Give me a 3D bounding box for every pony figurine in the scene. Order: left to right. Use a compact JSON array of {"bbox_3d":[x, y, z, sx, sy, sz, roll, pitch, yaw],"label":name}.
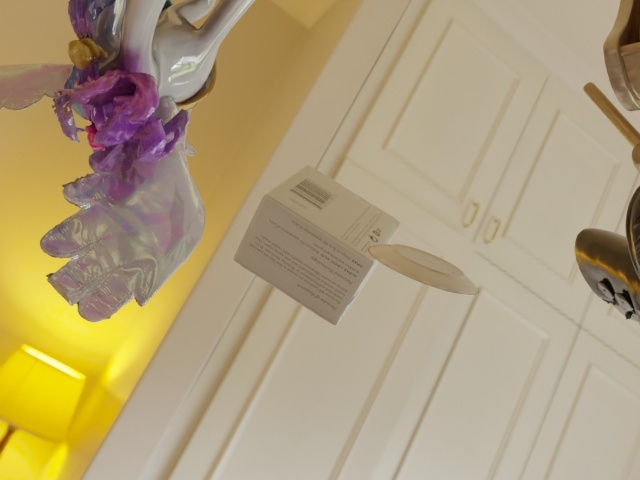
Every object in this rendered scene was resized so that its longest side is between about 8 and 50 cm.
[{"bbox_3d":[-0.172,-0.142,0.604,0.302,0.351,0.363,38,-54,8],"label":"pony figurine"}]

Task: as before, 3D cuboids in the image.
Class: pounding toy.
[{"bbox_3d":[0.312,-0.200,0.673,0.154,0.270,0.154,-4,-9,43],"label":"pounding toy"}]

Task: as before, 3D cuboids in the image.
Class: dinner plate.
[{"bbox_3d":[0.125,0.030,0.806,0.141,0.017,0.141,20,13,-5],"label":"dinner plate"}]

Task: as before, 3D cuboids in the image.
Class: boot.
[{"bbox_3d":[0.544,0.031,1.121,0.367,0.146,0.445,58,9,-9],"label":"boot"}]

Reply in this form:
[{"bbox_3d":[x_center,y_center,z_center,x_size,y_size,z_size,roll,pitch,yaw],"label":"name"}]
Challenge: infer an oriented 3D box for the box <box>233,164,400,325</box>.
[{"bbox_3d":[0.000,0.000,1.000,0.182,0.119,0.181,32,27,6],"label":"box"}]
